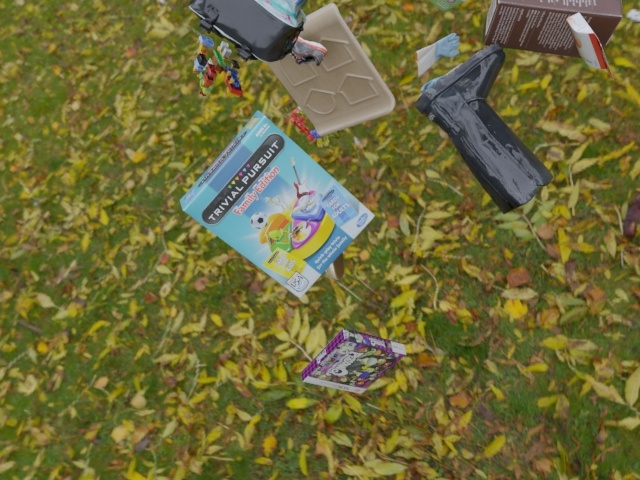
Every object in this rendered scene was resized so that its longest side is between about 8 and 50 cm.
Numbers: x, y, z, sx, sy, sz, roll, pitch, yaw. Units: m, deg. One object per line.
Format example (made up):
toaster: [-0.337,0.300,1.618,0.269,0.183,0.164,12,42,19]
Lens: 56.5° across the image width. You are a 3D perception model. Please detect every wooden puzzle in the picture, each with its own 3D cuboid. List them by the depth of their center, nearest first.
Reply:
wooden puzzle: [0.025,-0.501,1.774,0.322,0.348,0.080,-10,36,44]

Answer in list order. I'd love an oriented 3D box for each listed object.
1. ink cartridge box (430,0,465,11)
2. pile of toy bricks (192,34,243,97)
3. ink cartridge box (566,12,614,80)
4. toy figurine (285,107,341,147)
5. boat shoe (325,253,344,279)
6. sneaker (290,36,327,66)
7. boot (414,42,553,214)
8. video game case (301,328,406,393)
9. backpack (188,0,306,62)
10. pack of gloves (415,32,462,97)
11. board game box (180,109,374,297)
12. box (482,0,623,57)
ink cartridge box: [0.434,-0.780,1.606,0.353,0.207,0.119,-15,77,36]
pile of toy bricks: [-0.267,-0.402,1.452,0.105,0.118,0.212,-53,43,32]
ink cartridge box: [0.767,-0.543,1.696,0.045,0.145,0.179,-25,45,24]
toy figurine: [0.028,-0.505,2.284,0.217,0.191,0.362,-51,14,-5]
boat shoe: [0.000,0.000,1.939,0.089,0.104,0.285,-23,74,21]
sneaker: [-0.063,-0.518,1.627,0.158,0.061,0.064,20,89,16]
boot: [0.560,-0.348,1.833,0.367,0.146,0.445,-38,81,-16]
video game case: [0.092,0.347,1.688,0.232,0.210,0.041,-51,33,35]
backpack: [-0.133,-0.498,1.255,0.191,0.225,0.253,-54,8,19]
pack of gloves: [0.378,-0.558,1.941,0.232,0.195,0.046,-34,41,-30]
board game box: [-0.087,-0.069,1.283,0.254,0.336,0.079,-48,26,4]
box: [0.739,-0.719,1.919,0.382,0.191,0.143,10,65,4]
